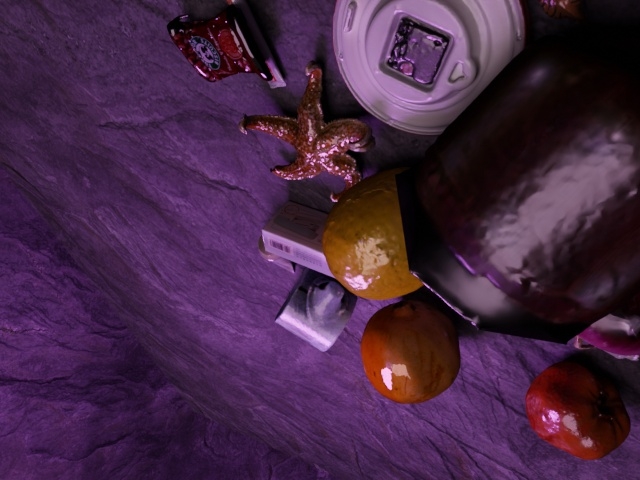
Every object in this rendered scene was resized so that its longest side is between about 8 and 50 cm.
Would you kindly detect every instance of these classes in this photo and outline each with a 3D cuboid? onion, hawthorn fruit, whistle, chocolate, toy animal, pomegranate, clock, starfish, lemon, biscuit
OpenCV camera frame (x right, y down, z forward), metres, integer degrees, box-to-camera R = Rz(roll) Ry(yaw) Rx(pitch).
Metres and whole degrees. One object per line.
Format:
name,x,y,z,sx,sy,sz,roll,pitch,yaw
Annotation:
onion,0.500,0.108,0.781,0.207,0.200,0.200,55,141,4
hawthorn fruit,0.574,0.401,1.054,0.207,0.207,0.243,36,146,1
whistle,-0.020,0.192,1.331,0.168,0.188,0.405,33,175,-4
chocolate,0.330,-0.098,0.589,0.383,0.384,0.331,31,139,7
toy animal,0.284,-0.345,0.571,0.241,0.099,0.056,46,141,-10
pomegranate,0.229,0.270,1.123,0.264,0.264,0.264,21,139,19
clock,0.162,-0.311,0.715,0.318,0.080,0.319,21,139,20
starfish,-0.025,-0.213,0.938,0.303,0.113,0.312,24,143,14
lemon,0.142,-0.014,0.895,0.310,0.253,0.253,-39,103,27
biscuit,-0.202,-0.392,0.907,0.235,0.063,0.151,11,142,39

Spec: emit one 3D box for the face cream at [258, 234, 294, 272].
face cream,-0.131,0.044,1.287,0.114,0.070,0.224,30,163,9

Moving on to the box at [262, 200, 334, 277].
box,0.000,0.000,1.116,0.269,0.135,0.079,21,140,21

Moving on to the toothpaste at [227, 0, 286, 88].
toothpaste,-0.131,-0.404,0.883,0.052,0.033,0.218,8,138,43

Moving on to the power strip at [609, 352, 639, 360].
power strip,0.550,0.144,0.914,0.270,0.046,0.118,32,139,8
